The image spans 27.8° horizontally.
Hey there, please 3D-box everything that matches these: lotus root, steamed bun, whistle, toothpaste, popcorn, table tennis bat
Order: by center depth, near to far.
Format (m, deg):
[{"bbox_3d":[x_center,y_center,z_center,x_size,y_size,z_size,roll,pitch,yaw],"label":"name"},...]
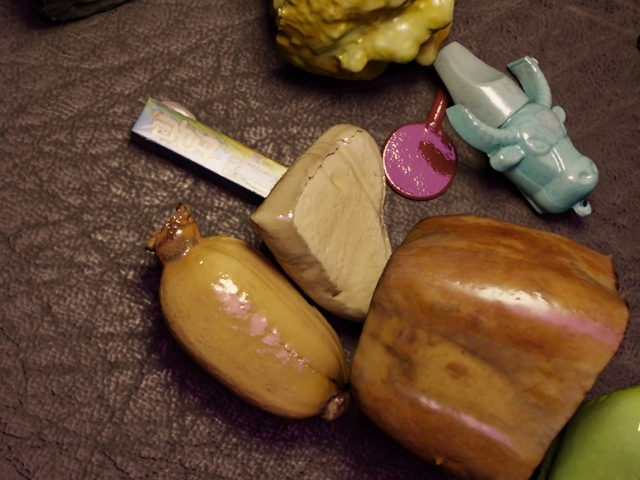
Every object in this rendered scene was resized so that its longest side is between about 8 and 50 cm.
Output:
[{"bbox_3d":[0.165,0.110,1.456,0.250,0.316,0.316,23,74,-1],"label":"lotus root"},{"bbox_3d":[-0.084,0.096,1.466,0.303,0.146,0.131,45,113,-4],"label":"lotus root"},{"bbox_3d":[0.003,-0.029,1.516,0.110,0.231,0.212,-4,50,33],"label":"steamed bun"},{"bbox_3d":[0.056,-0.324,1.520,0.247,0.282,0.282,4,76,2],"label":"popcorn"},{"bbox_3d":[-0.126,-0.112,1.557,0.193,0.044,0.070,27,75,-3],"label":"toothpaste"},{"bbox_3d":[0.241,-0.135,1.601,0.274,0.093,0.186,49,44,3],"label":"whistle"},{"bbox_3d":[0.133,-0.124,1.619,0.098,0.019,0.155,22,77,-3],"label":"table tennis bat"}]

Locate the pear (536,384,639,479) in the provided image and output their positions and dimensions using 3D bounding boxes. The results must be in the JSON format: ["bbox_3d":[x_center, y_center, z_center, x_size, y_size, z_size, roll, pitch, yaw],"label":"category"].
[{"bbox_3d":[0.384,0.299,1.437,0.238,0.318,0.342,11,109,-28],"label":"pear"}]

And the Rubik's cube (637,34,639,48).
[{"bbox_3d":[0.546,-0.258,1.633,0.182,0.184,0.187,-34,85,-15],"label":"Rubik's cube"}]

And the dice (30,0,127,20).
[{"bbox_3d":[-0.280,-0.380,1.524,0.182,0.181,0.183,-21,81,-16],"label":"dice"}]
